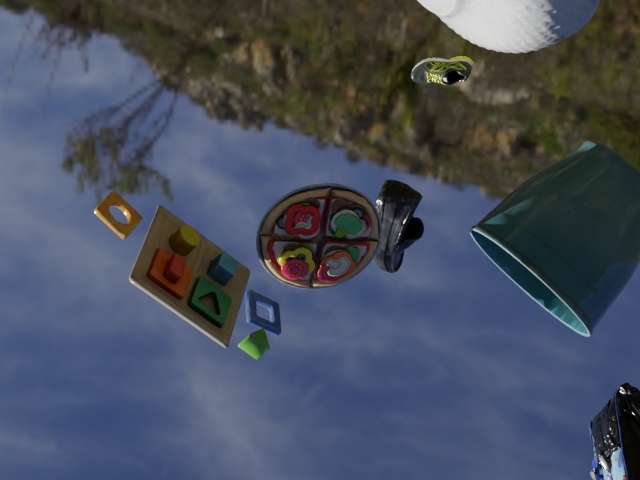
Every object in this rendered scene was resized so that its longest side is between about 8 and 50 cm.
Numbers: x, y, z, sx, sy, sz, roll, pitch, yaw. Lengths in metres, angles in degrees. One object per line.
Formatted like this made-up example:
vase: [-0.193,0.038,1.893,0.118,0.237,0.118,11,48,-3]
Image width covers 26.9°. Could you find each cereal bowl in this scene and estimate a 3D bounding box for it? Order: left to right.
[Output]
cereal bowl: [0.166,-0.361,1.540,0.141,0.339,0.339,-29,-136,-14]

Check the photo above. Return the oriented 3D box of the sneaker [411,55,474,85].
sneaker: [0.154,-0.215,1.714,0.083,0.031,0.035,-9,-141,23]

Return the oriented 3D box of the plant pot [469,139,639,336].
plant pot: [0.439,-0.019,2.274,0.255,0.271,0.271,-47,-131,-3]

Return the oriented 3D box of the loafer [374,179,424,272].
loafer: [0.133,-0.014,2.244,0.078,0.223,0.076,18,-124,13]

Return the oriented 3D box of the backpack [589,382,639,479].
backpack: [0.392,0.269,1.523,0.158,0.117,0.173,12,-131,-15]

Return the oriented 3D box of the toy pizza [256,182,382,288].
toy pizza: [0.000,0.000,2.088,0.201,0.201,0.032,-1,-146,-11]

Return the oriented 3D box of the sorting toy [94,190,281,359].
sorting toy: [-0.185,0.044,1.993,0.348,0.047,0.196,37,-147,-19]
